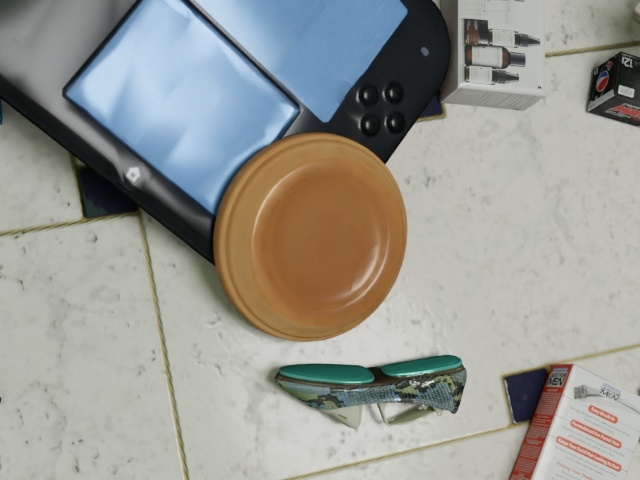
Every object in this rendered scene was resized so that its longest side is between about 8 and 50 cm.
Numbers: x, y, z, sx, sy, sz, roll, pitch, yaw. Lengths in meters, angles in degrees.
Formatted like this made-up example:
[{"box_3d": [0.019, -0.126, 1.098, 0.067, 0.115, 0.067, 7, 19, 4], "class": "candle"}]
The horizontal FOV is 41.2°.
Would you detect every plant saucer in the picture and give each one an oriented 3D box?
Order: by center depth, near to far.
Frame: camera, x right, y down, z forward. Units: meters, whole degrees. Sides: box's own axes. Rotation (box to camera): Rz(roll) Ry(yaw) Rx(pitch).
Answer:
[{"box_3d": [0.000, 0.000, 0.793, 0.200, 0.037, 0.200, -5, 100, -26], "class": "plant saucer"}]

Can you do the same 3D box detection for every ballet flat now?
[{"box_3d": [0.050, 0.148, 0.811, 0.188, 0.070, 0.070, -1, 82, -9], "class": "ballet flat"}]

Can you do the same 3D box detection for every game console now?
[{"box_3d": [-0.078, -0.180, 0.769, 0.386, 0.060, 0.342, 41, 74, -25], "class": "game console"}]

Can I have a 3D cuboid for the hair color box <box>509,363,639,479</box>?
[{"box_3d": [0.252, 0.217, 0.848, 0.093, 0.053, 0.167, 26, 79, -6], "class": "hair color box"}]

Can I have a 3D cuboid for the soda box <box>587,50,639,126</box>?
[{"box_3d": [0.382, -0.150, 0.926, 0.169, 0.060, 0.053, 14, 77, -9], "class": "soda box"}]

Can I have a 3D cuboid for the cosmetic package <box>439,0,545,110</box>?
[{"box_3d": [0.182, -0.263, 0.900, 0.099, 0.060, 0.239, 3, 81, -13], "class": "cosmetic package"}]

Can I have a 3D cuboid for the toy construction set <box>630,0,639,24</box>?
[{"box_3d": [0.450, -0.239, 0.892, 0.309, 0.257, 0.237, 31, 92, -14], "class": "toy construction set"}]

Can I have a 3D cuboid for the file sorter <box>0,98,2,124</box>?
[{"box_3d": [-0.350, -0.195, 0.745, 0.105, 0.118, 0.170, -6, 83, -10], "class": "file sorter"}]
